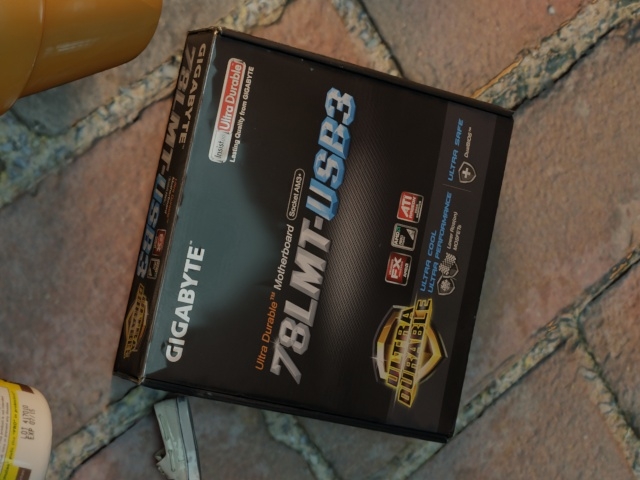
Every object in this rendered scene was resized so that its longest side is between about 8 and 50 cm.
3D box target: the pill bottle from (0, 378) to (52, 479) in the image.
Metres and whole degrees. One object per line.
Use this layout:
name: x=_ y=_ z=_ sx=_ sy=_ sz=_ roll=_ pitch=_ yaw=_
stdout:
pill bottle: x=-0.315 y=0.142 z=1.373 sx=0.215 sy=0.117 sz=0.117 roll=17 pitch=85 yaw=-27

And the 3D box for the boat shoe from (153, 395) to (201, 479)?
boat shoe: x=-0.118 y=0.177 z=1.527 sx=0.035 sy=0.035 sz=0.100 roll=-8 pitch=102 yaw=1

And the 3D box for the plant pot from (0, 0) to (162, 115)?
plant pot: x=-0.226 y=-0.188 z=1.369 sx=0.188 sy=0.205 sz=0.205 roll=-10 pitch=98 yaw=-42

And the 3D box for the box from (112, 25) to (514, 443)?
box: x=0.000 y=0.000 z=1.555 sx=0.293 sy=0.073 sz=0.295 roll=14 pitch=86 yaw=-28
